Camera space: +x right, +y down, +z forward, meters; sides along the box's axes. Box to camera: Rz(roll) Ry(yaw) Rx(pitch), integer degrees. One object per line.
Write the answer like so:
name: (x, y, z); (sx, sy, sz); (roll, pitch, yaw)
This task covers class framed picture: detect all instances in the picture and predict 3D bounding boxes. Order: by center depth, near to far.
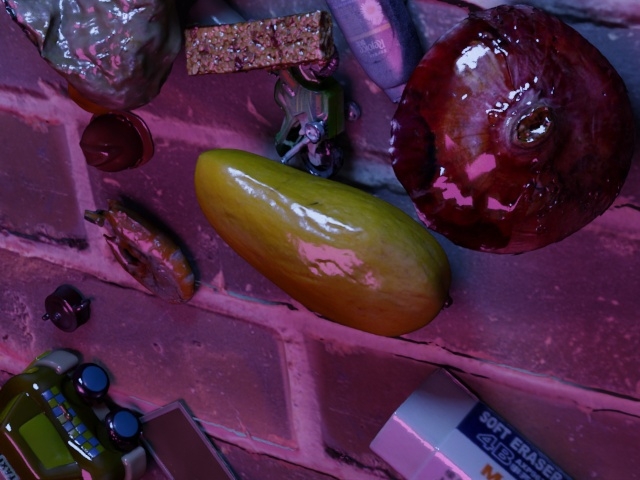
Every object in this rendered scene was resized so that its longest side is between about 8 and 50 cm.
framed picture: (-0.197, 0.329, 2.286); (0.142, 0.011, 0.183); (-28, 99, 46)

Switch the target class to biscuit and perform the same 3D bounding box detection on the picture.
biscuit: (-0.072, -0.221, 1.712); (0.199, 0.034, 0.064); (-1, 100, 35)

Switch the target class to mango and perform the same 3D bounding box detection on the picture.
mango: (0.003, 0.005, 1.794); (0.332, 0.142, 0.195); (26, 155, 20)
mango: (-0.283, -0.202, 1.948); (0.080, 0.060, 0.114); (42, 137, -16)

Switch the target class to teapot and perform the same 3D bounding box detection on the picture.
teapot: (-0.377, 0.104, 2.247); (0.100, 0.045, 0.067); (-15, 111, 45)

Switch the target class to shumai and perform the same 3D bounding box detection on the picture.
shumai: (-0.219, -0.347, 1.739); (0.283, 0.217, 0.346); (-30, 82, 15)

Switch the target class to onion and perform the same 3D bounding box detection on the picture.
onion: (0.191, -0.111, 1.499); (0.252, 0.252, 0.219); (46, 179, 3)

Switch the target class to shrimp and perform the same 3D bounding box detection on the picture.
shrimp: (-0.251, 0.021, 2.082); (0.187, 0.051, 0.132); (48, 137, -3)

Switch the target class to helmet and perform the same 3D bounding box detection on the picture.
helmet: (-0.280, -0.124, 2.001); (0.111, 0.057, 0.089); (-3, 115, 40)

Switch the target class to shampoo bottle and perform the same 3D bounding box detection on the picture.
shampoo bottle: (0.048, -0.260, 1.650); (0.087, 0.049, 0.233); (-14, 110, 45)

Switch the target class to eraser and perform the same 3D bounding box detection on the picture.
eraser: (0.210, 0.295, 1.854); (0.287, 0.130, 0.086); (41, 134, 9)

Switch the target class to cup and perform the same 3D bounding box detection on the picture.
cup: (-0.114, -0.245, 1.795); (0.083, 0.054, 0.075); (45, 166, 8)

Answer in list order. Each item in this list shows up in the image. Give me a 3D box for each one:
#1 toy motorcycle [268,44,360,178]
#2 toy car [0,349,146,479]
toy motorcycle: (-0.017, -0.162, 1.759); (0.106, 0.074, 0.190); (28, 134, 34)
toy car: (-0.407, 0.312, 2.299); (0.248, 0.198, 0.204); (53, 137, 3)
